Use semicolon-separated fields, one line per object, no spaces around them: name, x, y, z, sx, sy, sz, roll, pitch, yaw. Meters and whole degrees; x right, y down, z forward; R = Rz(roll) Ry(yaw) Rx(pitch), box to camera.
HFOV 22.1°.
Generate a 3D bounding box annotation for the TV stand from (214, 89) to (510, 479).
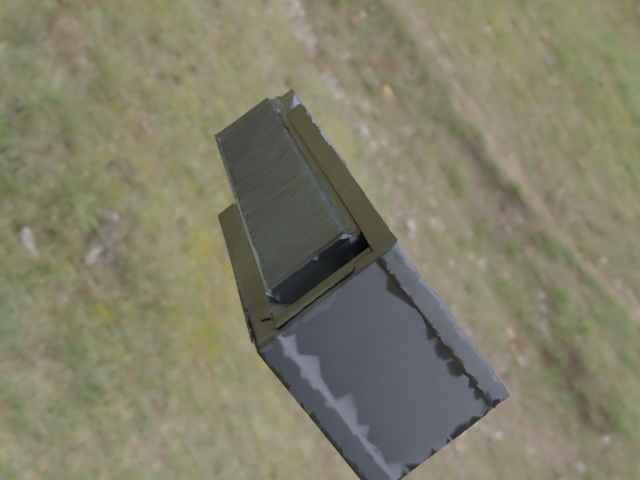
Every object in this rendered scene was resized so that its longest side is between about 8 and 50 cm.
TV stand;0.000;0.000;0.488;0.049;0.040;0.256;52;3;-14
